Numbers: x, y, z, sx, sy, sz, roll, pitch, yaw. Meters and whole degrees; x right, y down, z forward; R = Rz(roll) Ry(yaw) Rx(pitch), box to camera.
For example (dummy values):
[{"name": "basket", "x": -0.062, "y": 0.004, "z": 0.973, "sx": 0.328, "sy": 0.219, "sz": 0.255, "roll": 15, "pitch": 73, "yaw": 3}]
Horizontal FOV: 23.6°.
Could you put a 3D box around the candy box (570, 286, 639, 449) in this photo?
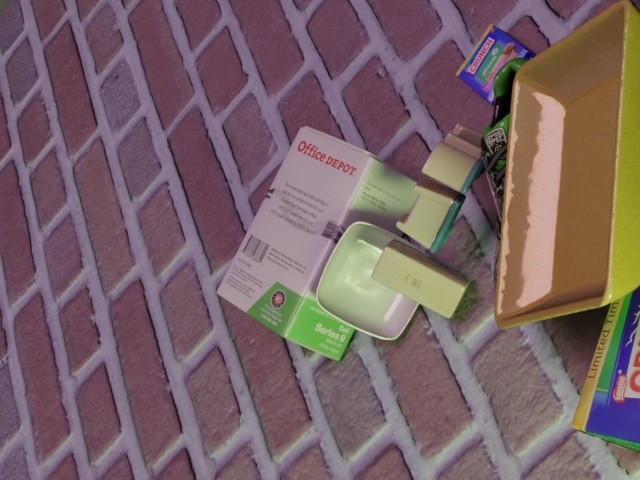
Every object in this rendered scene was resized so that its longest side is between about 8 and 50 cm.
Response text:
[{"name": "candy box", "x": 0.452, "y": 0.113, "z": 1.627, "sx": 0.317, "sy": 0.122, "sz": 0.268, "roll": 5, "pitch": 73, "yaw": 53}]

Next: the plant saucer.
[{"name": "plant saucer", "x": 0.303, "y": -0.069, "z": 1.748, "sx": 0.333, "sy": 0.081, "sz": 0.333, "roll": 153, "pitch": 124, "yaw": -73}]

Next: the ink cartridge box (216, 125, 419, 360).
[{"name": "ink cartridge box", "x": 0.000, "y": 0.000, "z": 2.251, "sx": 0.211, "sy": 0.121, "sz": 0.289, "roll": 29, "pitch": 92, "yaw": 54}]

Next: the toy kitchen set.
[{"name": "toy kitchen set", "x": 0.182, "y": -0.031, "z": 2.082, "sx": 0.207, "sy": 0.122, "sz": 0.166, "roll": -65, "pitch": -8, "yaw": 22}]

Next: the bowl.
[{"name": "bowl", "x": 0.071, "y": 0.054, "z": 2.133, "sx": 0.142, "sy": 0.142, "sz": 0.053, "roll": -63, "pitch": 11, "yaw": 0}]

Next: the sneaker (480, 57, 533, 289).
[{"name": "sneaker", "x": 0.255, "y": -0.075, "z": 1.967, "sx": 0.134, "sy": 0.146, "sz": 0.344, "roll": -21, "pitch": 54, "yaw": 43}]

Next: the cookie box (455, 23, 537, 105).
[{"name": "cookie box", "x": 0.253, "y": -0.243, "z": 2.161, "sx": 0.092, "sy": 0.040, "sz": 0.107, "roll": -56, "pitch": 36, "yaw": 11}]
